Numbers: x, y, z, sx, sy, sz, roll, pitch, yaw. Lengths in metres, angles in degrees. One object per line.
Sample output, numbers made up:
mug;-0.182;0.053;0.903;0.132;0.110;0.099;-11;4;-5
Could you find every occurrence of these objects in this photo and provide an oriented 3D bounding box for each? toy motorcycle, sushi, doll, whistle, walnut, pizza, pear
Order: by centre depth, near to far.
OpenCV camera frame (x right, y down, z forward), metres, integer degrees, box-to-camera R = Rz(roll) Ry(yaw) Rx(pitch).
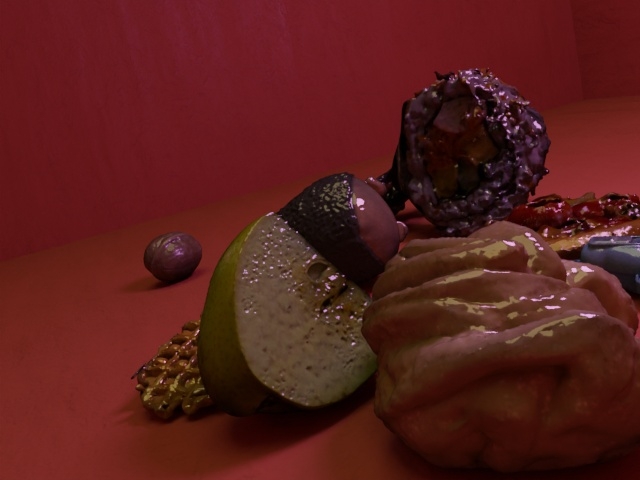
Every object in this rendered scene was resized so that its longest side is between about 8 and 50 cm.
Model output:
pear;-0.056;0.139;0.937;0.292;0.292;0.159;-25;-8;-40
whistle;0.525;0.035;1.026;0.273;0.093;0.186;-2;19;31
pizza;0.458;-0.035;1.303;0.439;0.130;0.406;-12;15;8
doll;0.000;0.000;1.426;0.349;0.247;0.247;-26;7;24
sushi;0.347;-0.202;1.569;0.175;0.418;0.417;-10;8;-42
toy motorcycle;0.174;-0.101;1.825;0.207;0.134;0.401;-40;6;21
walnut;-0.404;0.044;1.829;0.140;0.140;0.162;-5;5;33

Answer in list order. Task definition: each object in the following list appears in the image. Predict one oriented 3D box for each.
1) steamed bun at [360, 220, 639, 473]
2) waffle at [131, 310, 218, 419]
steamed bun;0.205;0.102;0.769;0.324;0.231;0.372;-8;12;11
waffle;-0.166;0.183;1.088;0.280;0.060;0.262;-23;25;-14
